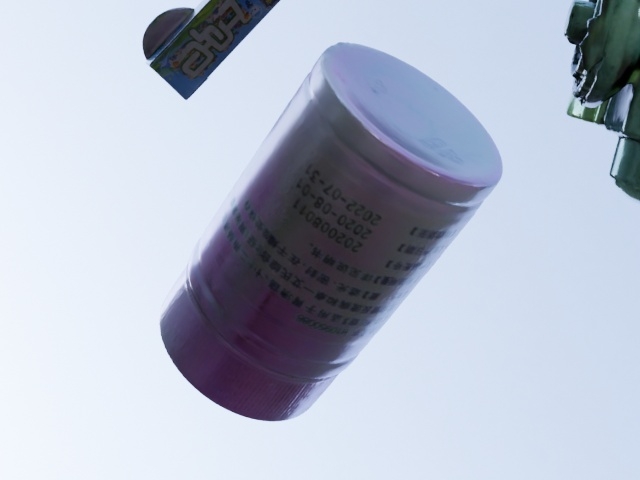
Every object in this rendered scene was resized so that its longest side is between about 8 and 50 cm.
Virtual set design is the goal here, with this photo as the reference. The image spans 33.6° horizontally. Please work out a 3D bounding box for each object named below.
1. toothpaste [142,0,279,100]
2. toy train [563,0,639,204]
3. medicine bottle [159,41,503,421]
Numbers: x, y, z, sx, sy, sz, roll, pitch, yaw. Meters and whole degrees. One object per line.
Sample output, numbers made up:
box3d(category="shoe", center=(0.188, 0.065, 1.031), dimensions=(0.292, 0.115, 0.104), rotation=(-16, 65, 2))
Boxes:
box3d(category="toothpaste", center=(-0.089, -0.228, 1.002), dimensions=(0.070, 0.044, 0.193), rotation=(43, -89, -19))
box3d(category="toy train", center=(0.162, -0.140, 0.428), dimensions=(0.105, 0.157, 0.253), rotation=(13, -79, 4))
box3d(category="medicine bottle", center=(0.000, 0.000, 0.779), dimensions=(0.152, 0.152, 0.254), rotation=(37, -59, 1))
